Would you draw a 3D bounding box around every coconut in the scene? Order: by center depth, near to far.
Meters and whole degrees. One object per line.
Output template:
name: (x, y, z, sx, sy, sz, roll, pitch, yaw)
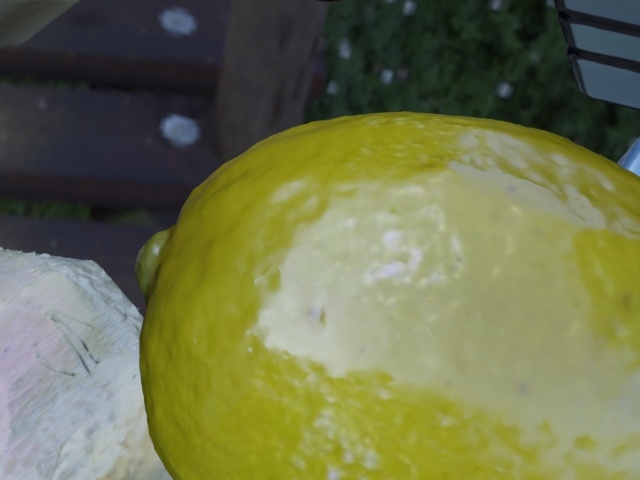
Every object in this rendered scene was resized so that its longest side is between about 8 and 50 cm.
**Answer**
coconut: (-0.346, 0.216, 1.764, 0.405, 0.404, 0.404, 12, 38, -9)

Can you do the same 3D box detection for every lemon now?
lemon: (0.045, 0.075, 1.138, 0.364, 0.364, 0.364, 12, 38, -9)

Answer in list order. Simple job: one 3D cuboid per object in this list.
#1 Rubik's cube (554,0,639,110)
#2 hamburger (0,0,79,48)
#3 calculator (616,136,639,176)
Rubik's cube: (0.345, -0.244, 1.306, 0.283, 0.293, 0.288, 15, 80, 20)
hamburger: (-0.297, -0.251, 1.395, 0.227, 0.151, 0.295, 35, 12, 7)
calculator: (0.351, -0.064, 2.065, 0.039, 0.210, 0.121, 32, 66, 2)
